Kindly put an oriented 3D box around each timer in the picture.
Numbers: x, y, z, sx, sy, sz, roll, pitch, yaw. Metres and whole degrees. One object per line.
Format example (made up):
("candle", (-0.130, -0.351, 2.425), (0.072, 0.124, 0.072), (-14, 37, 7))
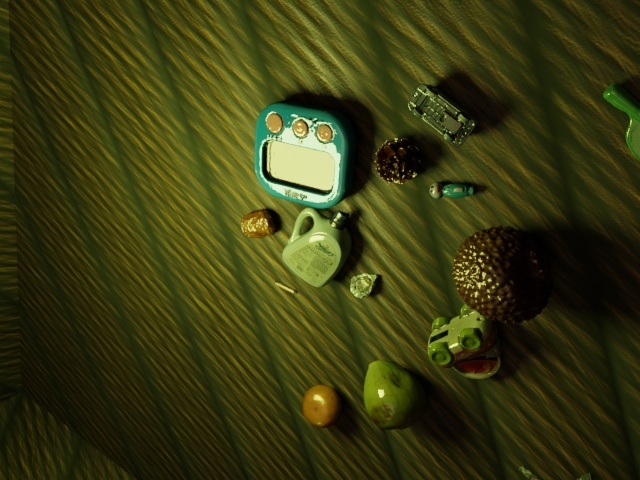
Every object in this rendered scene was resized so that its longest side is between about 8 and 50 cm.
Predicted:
("timer", (-0.050, -0.271, 1.758), (0.339, 0.115, 0.309), (16, 116, 24))

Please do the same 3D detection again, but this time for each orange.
("orange", (0.009, 0.614, 2.080), (0.156, 0.124, 0.156), (0, 89, 26))

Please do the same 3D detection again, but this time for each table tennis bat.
("table tennis bat", (0.777, -0.278, 1.316), (0.257, 0.039, 0.160), (41, 125, 4))

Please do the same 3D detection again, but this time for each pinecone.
("pinecone", (0.223, -0.224, 1.614), (0.140, 0.121, 0.140), (14, 124, 22))

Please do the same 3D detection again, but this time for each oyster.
("oyster", (0.145, 0.146, 1.871), (0.100, 0.037, 0.098), (23, 102, 44))

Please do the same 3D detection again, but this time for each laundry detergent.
("laundry detergent", (0.000, 0.000, 1.845), (0.214, 0.105, 0.281), (38, 125, 15))

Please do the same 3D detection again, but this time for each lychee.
("lychee", (0.482, 0.095, 1.519), (0.267, 0.267, 0.268), (12, 115, 26))

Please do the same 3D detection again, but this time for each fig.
("fig", (0.235, 0.515, 1.857), (0.207, 0.207, 0.230), (-33, 92, 36))

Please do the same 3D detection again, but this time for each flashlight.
("flashlight", (0.377, -0.144, 1.603), (0.128, 0.051, 0.051), (1, 110, 23))

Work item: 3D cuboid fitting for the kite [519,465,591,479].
("kite", (0.765, 0.843, 1.793), (0.314, 0.011, 0.335), (38, 123, 12))

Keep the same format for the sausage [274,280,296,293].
("sausage", (-0.130, 0.171, 2.047), (0.100, 0.015, 0.015), (23, 120, 21))

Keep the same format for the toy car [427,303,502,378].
("toy car", (0.461, 0.328, 1.705), (0.234, 0.145, 0.235), (9, 128, 11))

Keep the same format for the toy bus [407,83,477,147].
("toy bus", (0.333, -0.346, 1.516), (0.194, 0.089, 0.087), (41, 126, 10))

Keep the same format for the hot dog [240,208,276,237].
("hot dog", (-0.217, -0.056, 1.976), (0.147, 0.065, 0.099), (-13, 103, 40))
